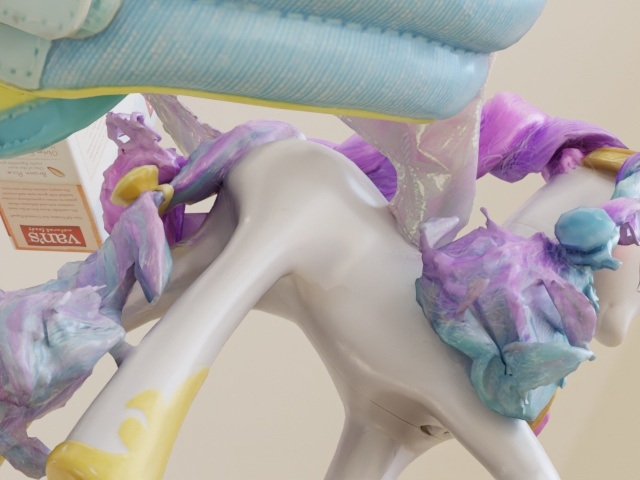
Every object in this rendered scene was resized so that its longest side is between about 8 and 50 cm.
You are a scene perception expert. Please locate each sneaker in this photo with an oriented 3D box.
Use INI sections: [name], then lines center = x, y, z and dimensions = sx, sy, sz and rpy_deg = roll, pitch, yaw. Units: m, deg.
[sneaker]
center = -0.069, -0.136, 0.360
dimensions = 0.319, 0.127, 0.208
rpy_deg = 33, -76, -1

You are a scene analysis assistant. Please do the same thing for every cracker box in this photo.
[cracker box]
center = -0.160, -0.126, 1.134
dimensions = 0.067, 0.156, 0.232
rpy_deg = 1, -43, 15

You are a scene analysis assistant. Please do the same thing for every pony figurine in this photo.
[pony figurine]
center = 0.000, 0.000, 0.840
dimensions = 0.363, 0.351, 0.303
rpy_deg = -44, -6, -32
